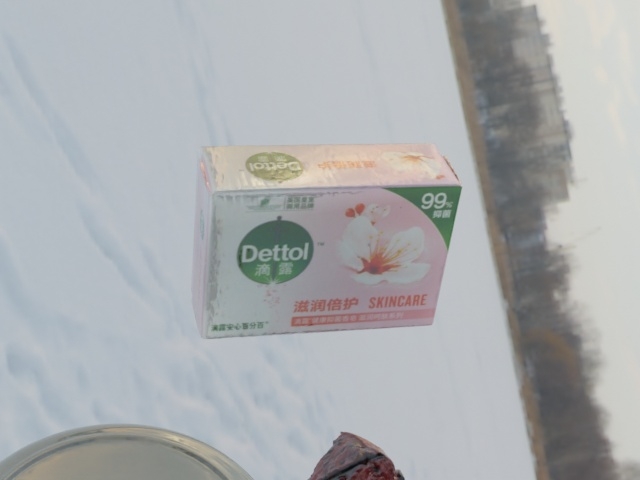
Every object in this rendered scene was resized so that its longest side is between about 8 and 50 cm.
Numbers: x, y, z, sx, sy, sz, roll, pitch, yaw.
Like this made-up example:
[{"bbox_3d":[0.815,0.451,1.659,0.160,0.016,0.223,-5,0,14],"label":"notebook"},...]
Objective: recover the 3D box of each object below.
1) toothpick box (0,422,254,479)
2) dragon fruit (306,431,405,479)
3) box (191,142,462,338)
[{"bbox_3d":[-0.133,0.295,0.732,0.229,0.229,0.316,-89,-173,-53],"label":"toothpick box"},{"bbox_3d":[0.061,0.331,1.261,0.122,0.092,0.192,-31,110,-50],"label":"dragon fruit"},{"bbox_3d":[0.000,0.000,0.532,0.043,0.125,0.089,-112,-157,-53],"label":"box"}]
